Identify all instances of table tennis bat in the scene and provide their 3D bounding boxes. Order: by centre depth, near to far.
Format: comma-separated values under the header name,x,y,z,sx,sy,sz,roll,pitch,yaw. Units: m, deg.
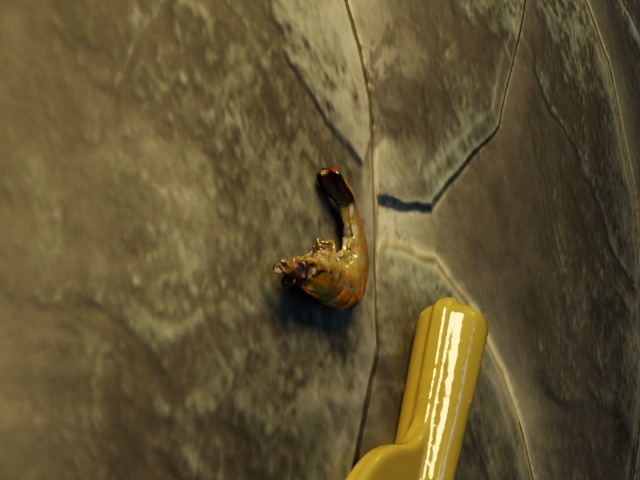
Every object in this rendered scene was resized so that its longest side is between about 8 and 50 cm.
name,x,y,z,sx,sy,sz,roll,pitch,yaw
table tennis bat,0.058,0.185,0.982,0.198,0.050,0.321,48,49,-47

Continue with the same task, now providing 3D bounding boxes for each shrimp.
name,x,y,z,sx,sy,sz,roll,pitch,yaw
shrimp,0.000,0.000,0.911,0.127,0.025,0.091,-5,90,-67
